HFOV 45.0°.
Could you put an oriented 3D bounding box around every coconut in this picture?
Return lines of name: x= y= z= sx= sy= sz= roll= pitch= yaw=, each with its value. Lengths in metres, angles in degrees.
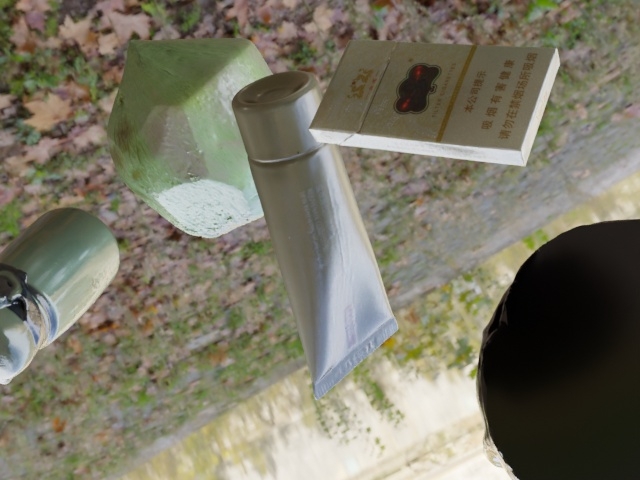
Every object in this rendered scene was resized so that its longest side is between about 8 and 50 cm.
coconut: x=-0.190 y=-0.175 z=1.200 sx=0.281 sy=0.328 sz=0.328 roll=-44 pitch=168 yaw=-23

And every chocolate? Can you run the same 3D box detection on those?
chocolate: x=0.275 y=0.137 z=0.698 sx=0.284 sy=0.283 sz=0.186 roll=-27 pitch=156 yaw=2

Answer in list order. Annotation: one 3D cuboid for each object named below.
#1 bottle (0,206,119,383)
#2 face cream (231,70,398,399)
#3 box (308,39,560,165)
bottle: x=-0.453 y=0.084 z=1.212 sx=0.168 sy=0.168 sz=0.347 roll=-35 pitch=-165 yaw=24
face cream: x=0.000 y=0.000 z=0.787 sx=0.137 sy=0.084 sz=0.341 roll=-37 pitch=126 yaw=-30
box: x=0.081 y=-0.105 z=0.569 sx=0.167 sy=0.090 sz=0.024 roll=11 pitch=156 yaw=30
